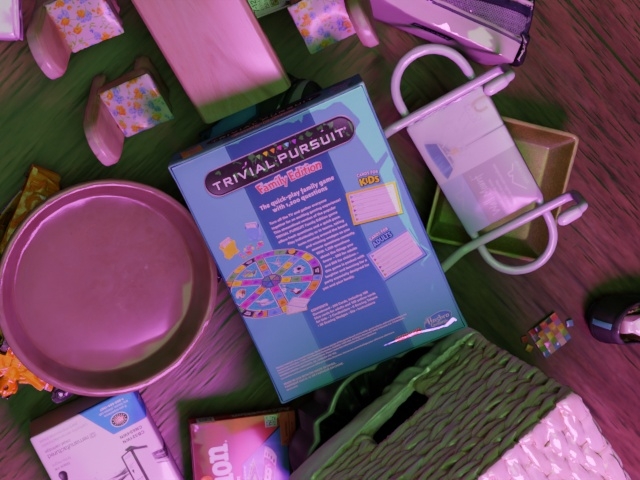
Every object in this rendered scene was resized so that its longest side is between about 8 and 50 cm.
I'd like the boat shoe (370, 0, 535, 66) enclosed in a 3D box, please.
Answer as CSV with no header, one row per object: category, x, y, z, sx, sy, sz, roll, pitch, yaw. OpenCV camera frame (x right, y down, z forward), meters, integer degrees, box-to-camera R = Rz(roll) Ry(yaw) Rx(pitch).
boat shoe,0.139,-0.359,1.579,0.341,0.127,0.158,21,87,-23

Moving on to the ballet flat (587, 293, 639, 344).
ballet flat,0.529,0.119,1.748,0.281,0.096,0.095,-6,100,-12

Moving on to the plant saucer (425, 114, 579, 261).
plant saucer,0.247,-0.078,1.677,0.189,0.045,0.188,12,96,-15

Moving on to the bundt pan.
bundt pan,0.096,0.283,1.636,0.331,0.124,0.330,-6,102,-27

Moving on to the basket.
basket,0.200,0.342,1.484,0.328,0.266,0.331,-39,113,-15

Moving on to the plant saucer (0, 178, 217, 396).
plant saucer,-0.266,0.058,1.498,0.278,0.041,0.277,-5,103,-20

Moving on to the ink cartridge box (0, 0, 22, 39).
ink cartridge box,-0.489,-0.293,1.389,0.278,0.201,0.117,0,99,-13

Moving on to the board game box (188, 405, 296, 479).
board game box,-0.098,0.373,1.647,0.145,0.027,0.281,-6,100,-11

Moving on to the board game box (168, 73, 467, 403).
board game box,0.000,0.000,1.487,0.254,0.079,0.336,-23,105,4

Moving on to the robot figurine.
robot figurine,-0.354,0.063,1.538,0.211,0.085,0.291,22,93,-15

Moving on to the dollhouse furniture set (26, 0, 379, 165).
dollhouse furniture set,-0.170,-0.290,1.330,0.362,0.256,0.394,-22,123,12

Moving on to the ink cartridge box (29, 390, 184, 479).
ink cartridge box,-0.274,0.303,1.594,0.148,0.086,0.203,-27,103,-8

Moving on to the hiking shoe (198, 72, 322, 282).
hiking shoe,-0.107,-0.090,1.579,0.132,0.113,0.304,29,99,14

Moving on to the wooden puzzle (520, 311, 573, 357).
wooden puzzle,0.334,0.138,1.751,0.083,0.006,0.049,-37,105,-5

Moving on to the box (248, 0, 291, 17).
box,-0.104,-0.390,1.550,0.114,0.036,0.206,-23,103,-8

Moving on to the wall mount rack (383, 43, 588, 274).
wall mount rack,0.162,-0.066,1.571,0.304,0.130,0.350,-29,103,11
